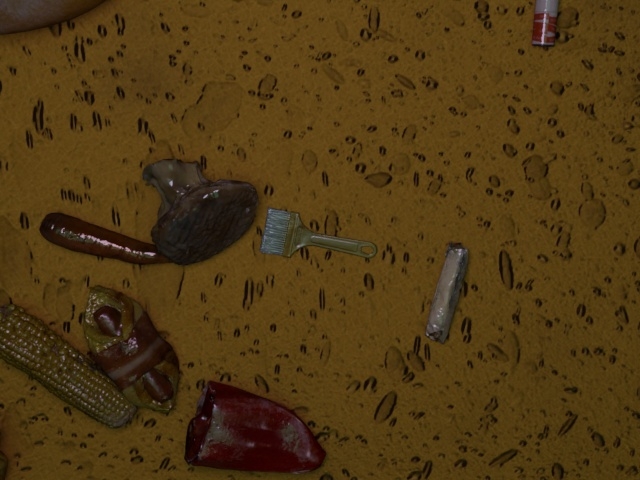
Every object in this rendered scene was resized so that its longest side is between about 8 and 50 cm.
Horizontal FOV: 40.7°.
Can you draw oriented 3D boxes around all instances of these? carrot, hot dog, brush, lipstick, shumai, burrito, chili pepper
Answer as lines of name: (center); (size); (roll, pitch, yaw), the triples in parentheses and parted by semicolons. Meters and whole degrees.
carrot: (-0.368, 0.005, 1.501); (0.248, 0.059, 0.059); (16, 100, -5)
hot dog: (-0.330, 0.192, 1.507); (0.123, 0.093, 0.261); (-40, 98, -7)
brush: (0.000, 0.000, 1.520); (0.205, 0.011, 0.083); (11, 100, -3)
lipstick: (0.375, -0.389, 1.432); (0.038, 0.038, 0.131); (3, 100, 0)
shumai: (-0.212, -0.064, 1.455); (0.153, 0.161, 0.209); (56, 130, 19)
burrito: (0.225, 0.094, 1.523); (0.045, 0.041, 0.185); (24, 104, 38)
chili pepper: (-0.108, 0.343, 1.546); (0.252, 0.136, 0.144); (12, 56, -12)

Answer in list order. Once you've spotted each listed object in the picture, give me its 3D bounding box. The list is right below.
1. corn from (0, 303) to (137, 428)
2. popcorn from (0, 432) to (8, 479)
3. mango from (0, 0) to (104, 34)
corn: (-0.462, 0.223, 1.523); (0.320, 0.097, 0.097); (39, 98, -9)
popcorn: (-0.695, 0.385, 1.495); (0.286, 0.215, 0.252); (33, 60, 0)
mango: (-0.438, -0.451, 1.341); (0.384, 0.199, 0.221); (-23, 101, 3)
